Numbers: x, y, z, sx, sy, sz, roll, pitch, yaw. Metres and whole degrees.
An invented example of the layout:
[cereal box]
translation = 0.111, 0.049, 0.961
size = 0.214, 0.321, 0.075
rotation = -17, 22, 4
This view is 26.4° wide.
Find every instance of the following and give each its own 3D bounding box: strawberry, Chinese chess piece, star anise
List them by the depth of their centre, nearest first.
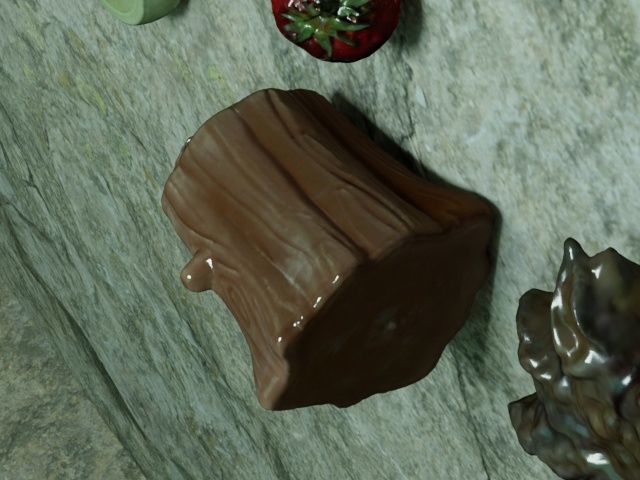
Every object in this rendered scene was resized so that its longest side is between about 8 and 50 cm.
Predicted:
[star anise]
translation = 0.236, 0.145, 0.946
size = 0.315, 0.108, 0.315
rotation = 38, 143, 36
[strawberry]
translation = 0.011, -0.184, 1.007
size = 0.106, 0.106, 0.106
rotation = 44, 154, 28
[Chinese chess piece]
translation = -0.191, -0.278, 1.324
size = 0.144, 0.058, 0.144
rotation = 44, 153, 29

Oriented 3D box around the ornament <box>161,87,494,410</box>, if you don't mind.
[ornament]
translation = 0.000, 0.000, 1.137
size = 0.217, 0.235, 0.221
rotation = 49, -176, 32
